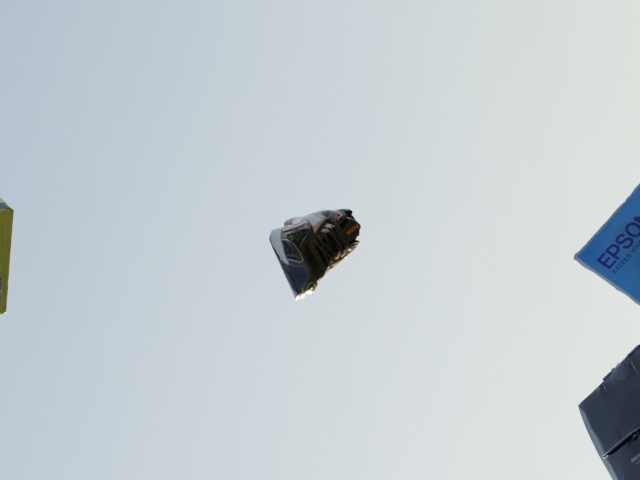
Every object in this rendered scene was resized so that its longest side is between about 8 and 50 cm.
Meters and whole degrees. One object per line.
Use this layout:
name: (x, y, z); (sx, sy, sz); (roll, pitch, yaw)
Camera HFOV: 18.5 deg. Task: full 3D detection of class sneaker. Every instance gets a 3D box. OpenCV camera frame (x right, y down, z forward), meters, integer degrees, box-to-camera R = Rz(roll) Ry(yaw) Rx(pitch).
sneaker: (0.000, 0.000, 1.985); (0.178, 0.077, 0.072); (-75, -39, -70)

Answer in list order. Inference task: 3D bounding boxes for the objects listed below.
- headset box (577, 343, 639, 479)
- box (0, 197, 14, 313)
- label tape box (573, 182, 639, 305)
headset box: (0.358, 0.109, 1.582); (0.110, 0.293, 0.218); (66, 159, 16)
box: (-0.297, -0.024, 1.470); (0.232, 0.058, 0.087); (35, 124, 53)
label tape box: (0.375, -0.009, 1.301); (0.348, 0.249, 0.115); (31, -154, -12)
